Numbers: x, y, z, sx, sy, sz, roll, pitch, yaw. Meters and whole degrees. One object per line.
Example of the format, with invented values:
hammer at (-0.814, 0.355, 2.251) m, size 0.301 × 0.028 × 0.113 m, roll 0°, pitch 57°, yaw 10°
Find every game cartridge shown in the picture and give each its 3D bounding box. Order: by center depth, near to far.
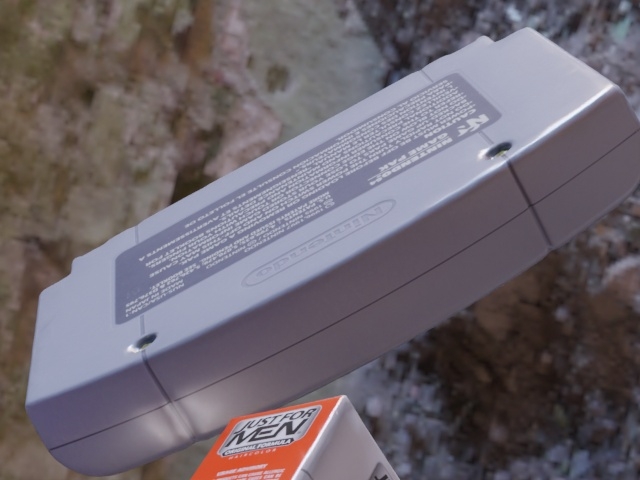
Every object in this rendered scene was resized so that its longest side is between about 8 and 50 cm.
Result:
game cartridge at (0.000, 0.000, 0.687) m, size 0.297 × 0.062 × 0.198 m, roll -28°, pitch 25°, yaw 2°

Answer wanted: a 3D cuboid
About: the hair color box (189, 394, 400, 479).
hair color box at (-0.019, 0.110, 0.341) m, size 0.043 × 0.072 × 0.141 m, roll -17°, pitch 24°, yaw 37°
